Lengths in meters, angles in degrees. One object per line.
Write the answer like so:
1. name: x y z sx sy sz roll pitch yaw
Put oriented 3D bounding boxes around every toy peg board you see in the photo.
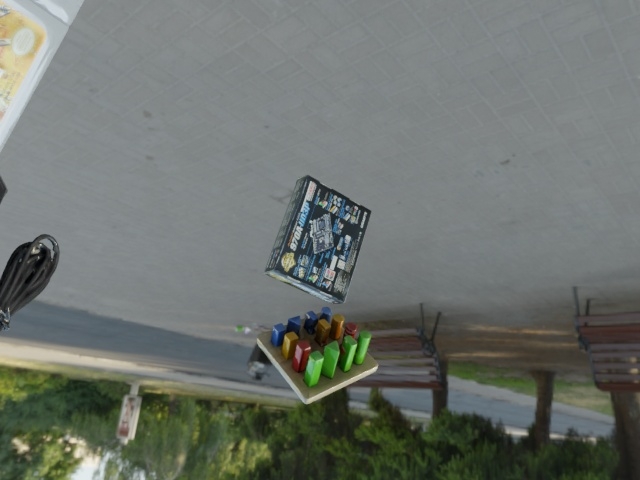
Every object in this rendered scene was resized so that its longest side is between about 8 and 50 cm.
1. toy peg board: -0.001 0.176 0.910 0.161 0.161 0.079 -14 132 -35

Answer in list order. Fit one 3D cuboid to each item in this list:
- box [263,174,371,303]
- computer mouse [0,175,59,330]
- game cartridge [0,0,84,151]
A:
1. box: 0.000 0.000 1.074 0.175 0.220 0.051 26 161 -25
2. computer mouse: -0.277 -0.007 0.329 0.060 0.184 0.262 5 138 6
3. game cartridge: -0.363 -0.181 0.475 0.062 0.297 0.198 30 -178 20
